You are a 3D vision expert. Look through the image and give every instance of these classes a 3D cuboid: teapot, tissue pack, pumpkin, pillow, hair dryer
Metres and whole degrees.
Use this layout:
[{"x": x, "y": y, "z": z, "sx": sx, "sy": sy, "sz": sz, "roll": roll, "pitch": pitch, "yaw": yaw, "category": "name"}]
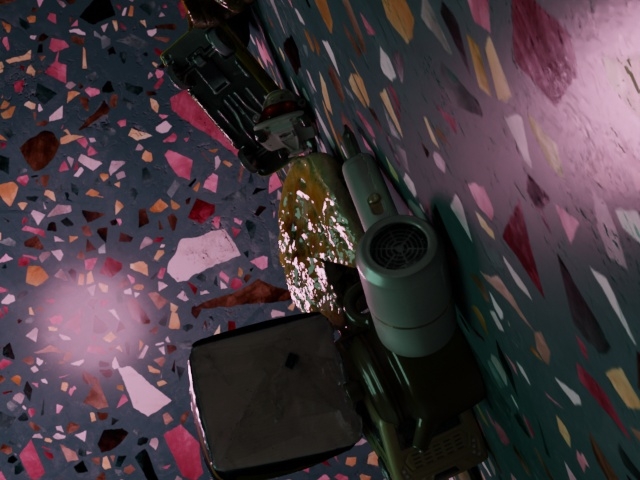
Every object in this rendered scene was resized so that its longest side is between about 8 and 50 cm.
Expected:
[{"x": 0.110, "y": 0.169, "z": 1.325, "sx": 0.186, "sy": 0.175, "sz": 0.268, "roll": 76, "pitch": 168, "yaw": -61, "category": "teapot"}, {"x": -0.094, "y": 0.292, "z": 1.676, "sx": 0.416, "sy": 0.264, "sz": 0.253, "roll": 113, "pitch": 142, "yaw": -71, "category": "tissue pack"}, {"x": -0.207, "y": -0.500, "z": 1.671, "sx": 0.317, "sy": 0.139, "sz": 0.222, "roll": 86, "pitch": 162, "yaw": -72, "category": "pumpkin"}, {"x": 0.287, "y": 0.461, "z": 1.829, "sx": 0.130, "sy": 0.033, "sz": 0.218, "roll": -122, "pitch": 7, "yaw": -69, "category": "pillow"}, {"x": 0.072, "y": -0.037, "z": 1.209, "sx": 0.173, "sy": 0.107, "sz": 0.357, "roll": 73, "pitch": 177, "yaw": -51, "category": "hair dryer"}]

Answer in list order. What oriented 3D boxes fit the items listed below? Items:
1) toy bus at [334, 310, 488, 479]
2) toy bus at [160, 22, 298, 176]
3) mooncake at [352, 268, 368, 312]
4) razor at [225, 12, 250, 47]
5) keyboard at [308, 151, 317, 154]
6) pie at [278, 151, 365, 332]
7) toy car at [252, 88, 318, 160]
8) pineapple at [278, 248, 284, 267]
[{"x": 0.139, "y": 0.270, "z": 1.630, "sx": 0.365, "sy": 0.176, "sz": 0.202, "roll": -134, "pitch": 23, "yaw": -69, "category": "toy bus"}, {"x": -0.163, "y": -0.297, "z": 1.914, "sx": 0.330, "sy": 0.144, "sz": 0.152, "roll": 50, "pitch": -157, "yaw": -14, "category": "toy bus"}, {"x": 0.030, "y": 0.062, "z": 2.122, "sx": 0.245, "sy": 0.133, "sz": 0.245, "roll": 61, "pitch": -177, "yaw": -5, "category": "mooncake"}, {"x": -0.243, "y": -0.531, "z": 2.073, "sx": 0.349, "sy": 0.113, "sz": 0.204, "roll": -119, "pitch": 7, "yaw": -59, "category": "razor"}, {"x": 0.020, "y": -0.110, "z": 1.958, "sx": 0.204, "sy": 0.013, "sz": 0.061, "roll": 64, "pitch": 177, "yaw": 2, "category": "keyboard"}, {"x": 0.000, "y": 0.000, "z": 1.690, "sx": 0.337, "sy": 0.075, "sz": 0.338, "roll": 34, "pitch": 131, "yaw": 53, "category": "pie"}, {"x": -0.065, "y": -0.229, "z": 1.777, "sx": 0.139, "sy": 0.112, "sz": 0.112, "roll": 53, "pitch": -157, "yaw": -58, "category": "toy car"}, {"x": 0.022, "y": 0.009, "z": 1.867, "sx": 0.233, "sy": 0.135, "sz": 0.080, "roll": -17, "pitch": 76, "yaw": 60, "category": "pineapple"}]
